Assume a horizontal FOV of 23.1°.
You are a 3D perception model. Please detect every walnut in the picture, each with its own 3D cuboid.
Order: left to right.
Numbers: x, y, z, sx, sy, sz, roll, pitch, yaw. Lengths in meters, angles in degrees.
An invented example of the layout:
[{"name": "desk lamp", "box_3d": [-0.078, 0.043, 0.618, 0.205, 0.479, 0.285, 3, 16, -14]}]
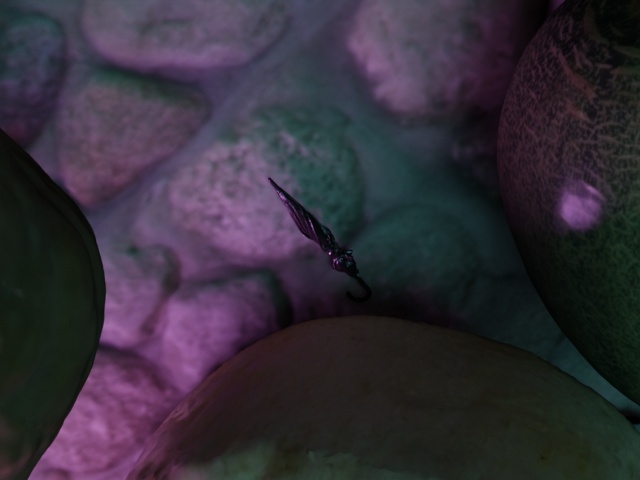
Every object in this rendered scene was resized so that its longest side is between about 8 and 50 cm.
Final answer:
[{"name": "walnut", "box_3d": [-0.244, 0.035, 0.797, 0.273, 0.273, 0.227, -47, 160, 8]}]

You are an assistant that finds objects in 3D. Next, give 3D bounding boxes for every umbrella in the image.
[{"name": "umbrella", "box_3d": [0.003, -0.001, 1.006, 0.022, 0.013, 0.122, -23, 128, 18]}]

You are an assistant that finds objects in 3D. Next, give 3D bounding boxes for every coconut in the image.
[{"name": "coconut", "box_3d": [0.043, 0.237, 0.953, 0.415, 0.415, 0.345, 2, 107, -23]}]

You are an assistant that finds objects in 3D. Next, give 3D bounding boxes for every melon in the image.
[{"name": "melon", "box_3d": [0.235, -0.025, 0.943, 0.248, 0.249, 0.329, -27, 131, -6]}]

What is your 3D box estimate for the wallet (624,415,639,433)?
[{"name": "wallet", "box_3d": [0.203, 0.246, 1.216, 0.137, 0.031, 0.255, 17, 110, -28]}]
